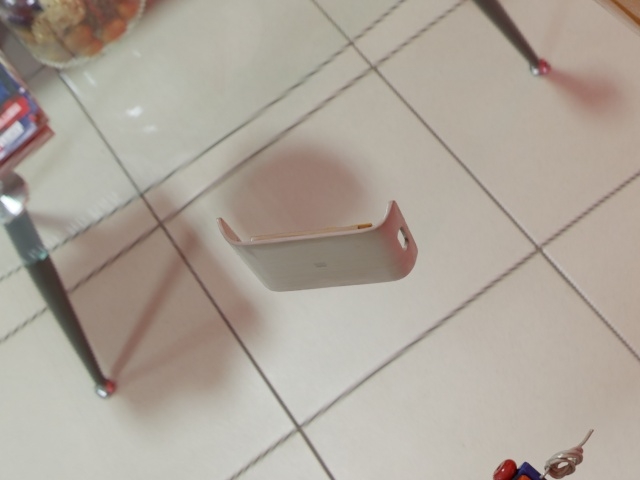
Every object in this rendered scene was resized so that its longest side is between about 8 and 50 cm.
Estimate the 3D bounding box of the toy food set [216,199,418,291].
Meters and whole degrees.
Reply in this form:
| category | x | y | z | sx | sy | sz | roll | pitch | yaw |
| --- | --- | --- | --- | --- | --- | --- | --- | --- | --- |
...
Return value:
| category | x | y | z | sx | sy | sz | roll | pitch | yaw |
| --- | --- | --- | --- | --- | --- | --- | --- | --- | --- |
| toy food set | 0.000 | 0.000 | 1.874 | 0.306 | 0.219 | 0.092 | -7 | 65 | 13 |

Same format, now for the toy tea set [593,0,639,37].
| category | x | y | z | sx | sy | sz | roll | pitch | yaw |
| --- | --- | --- | --- | --- | --- | --- | --- | --- | --- |
| toy tea set | 0.195 | -0.197 | 0.350 | 0.124 | 0.200 | 0.336 | 27 | 105 | -7 |

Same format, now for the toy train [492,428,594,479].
| category | x | y | z | sx | sy | sz | roll | pitch | yaw |
| --- | --- | --- | --- | --- | --- | --- | --- | --- | --- |
| toy train | 0.281 | 0.362 | 1.485 | 0.105 | 0.143 | 0.248 | 41 | 109 | 4 |
